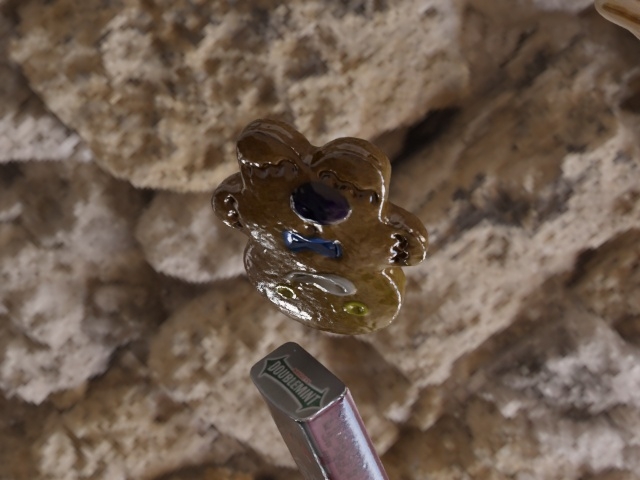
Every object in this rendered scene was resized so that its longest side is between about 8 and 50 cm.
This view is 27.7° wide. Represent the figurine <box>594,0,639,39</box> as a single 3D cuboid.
[{"bbox_3d":[0.250,-0.095,0.792,0.156,0.246,0.131,-21,166,-31],"label":"figurine"}]

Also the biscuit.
[{"bbox_3d":[0.000,0.000,1.041,0.180,0.236,0.039,11,-127,16],"label":"biscuit"}]

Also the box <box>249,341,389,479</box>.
[{"bbox_3d":[0.012,0.219,1.344,0.069,0.224,0.120,-35,-141,-15],"label":"box"}]
